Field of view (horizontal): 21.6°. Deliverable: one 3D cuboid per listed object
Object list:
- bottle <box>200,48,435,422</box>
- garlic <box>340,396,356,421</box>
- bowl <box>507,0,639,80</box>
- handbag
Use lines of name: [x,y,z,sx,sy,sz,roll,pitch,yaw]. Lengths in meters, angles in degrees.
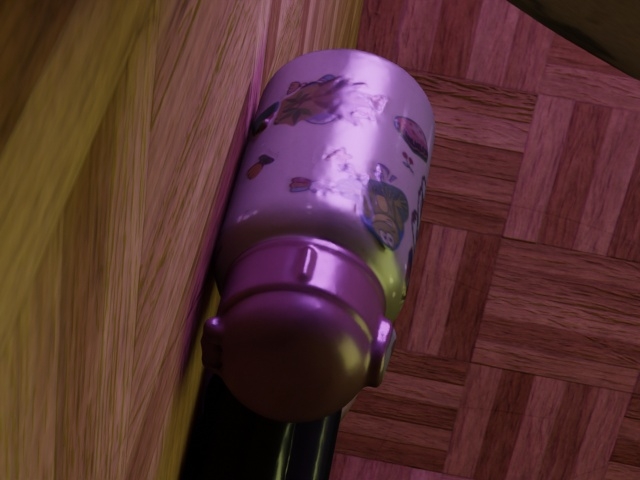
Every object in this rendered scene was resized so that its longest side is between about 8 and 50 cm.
bottle: [0.000,0.000,1.002,0.253,0.120,0.120,-78,178,-48]
garlic: [-0.010,0.104,1.600,0.217,0.110,0.228,94,7,-47]
bowl: [0.069,-0.239,0.424,0.435,0.196,0.435,11,90,-86]
handbag: [-0.043,0.172,1.154,0.254,0.093,0.308,94,7,-63]
